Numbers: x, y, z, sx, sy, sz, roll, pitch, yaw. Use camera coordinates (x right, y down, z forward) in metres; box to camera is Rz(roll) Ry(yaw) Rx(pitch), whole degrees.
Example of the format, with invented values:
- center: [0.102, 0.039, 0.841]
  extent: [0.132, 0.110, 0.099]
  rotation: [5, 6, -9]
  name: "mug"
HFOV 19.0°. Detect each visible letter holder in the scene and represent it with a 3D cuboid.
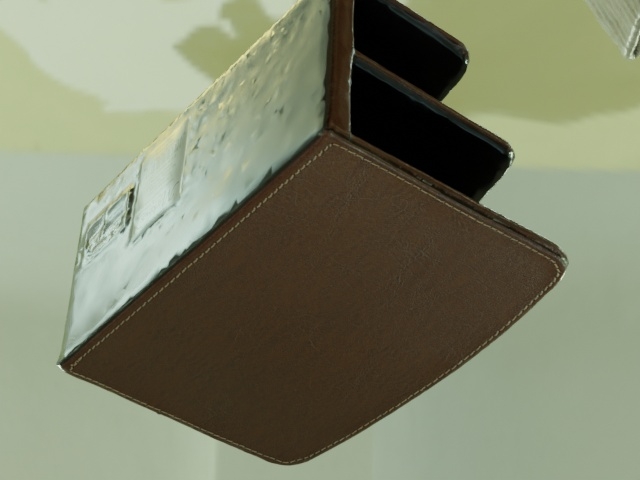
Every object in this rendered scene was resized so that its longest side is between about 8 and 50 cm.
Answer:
- center: [0.000, 0.000, 1.286]
  extent: [0.214, 0.302, 0.152]
  rotation: [28, -137, -26]
  name: "letter holder"

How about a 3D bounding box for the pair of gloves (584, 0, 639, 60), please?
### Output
- center: [0.212, -0.278, 1.417]
  extent: [0.042, 0.240, 0.204]
  rotation: [-16, -129, -17]
  name: "pair of gloves"
